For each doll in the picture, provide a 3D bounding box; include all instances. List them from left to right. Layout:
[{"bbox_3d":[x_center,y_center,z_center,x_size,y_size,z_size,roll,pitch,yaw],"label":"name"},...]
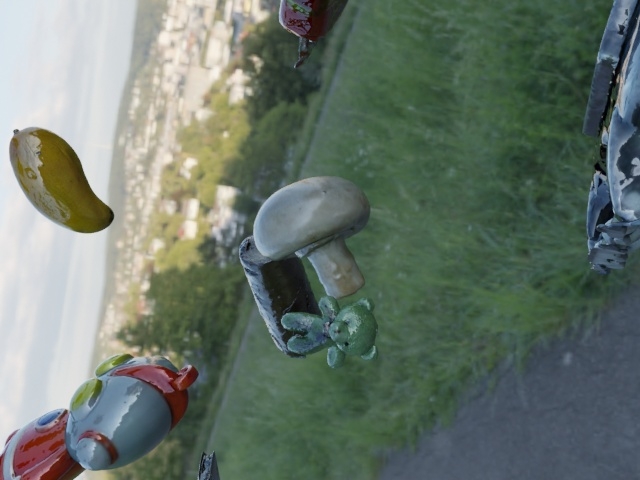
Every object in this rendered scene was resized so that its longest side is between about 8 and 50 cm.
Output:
[{"bbox_3d":[-0.260,0.208,0.889,0.337,0.105,0.200,-28,12,28],"label":"doll"},{"bbox_3d":[0.013,0.140,1.201,0.077,0.151,0.115,-11,-88,-65],"label":"doll"}]

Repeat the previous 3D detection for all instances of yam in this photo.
[{"bbox_3d":[-0.076,0.103,1.600,0.131,0.131,0.279,-100,-7,-50],"label":"yam"}]

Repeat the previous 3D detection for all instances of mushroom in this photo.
[{"bbox_3d":[-0.015,-0.008,1.354,0.206,0.207,0.209,-141,53,-74],"label":"mushroom"}]

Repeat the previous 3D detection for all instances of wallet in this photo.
[{"bbox_3d":[-0.233,0.564,1.738,0.110,0.031,0.197,-95,-1,-64],"label":"wallet"}]

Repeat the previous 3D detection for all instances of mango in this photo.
[{"bbox_3d":[-0.386,-0.085,1.171,0.098,0.190,0.075,-41,12,-28],"label":"mango"}]

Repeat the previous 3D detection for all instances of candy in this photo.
[{"bbox_3d":[0.004,-0.271,0.761,0.086,0.059,0.292,-59,-7,-33],"label":"candy"}]

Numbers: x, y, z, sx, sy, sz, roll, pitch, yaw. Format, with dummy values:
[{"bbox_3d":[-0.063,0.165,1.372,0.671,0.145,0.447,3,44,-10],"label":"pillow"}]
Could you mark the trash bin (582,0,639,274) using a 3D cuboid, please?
[{"bbox_3d":[0.351,-0.086,0.453,0.256,0.368,0.295,42,-114,-72],"label":"trash bin"}]
